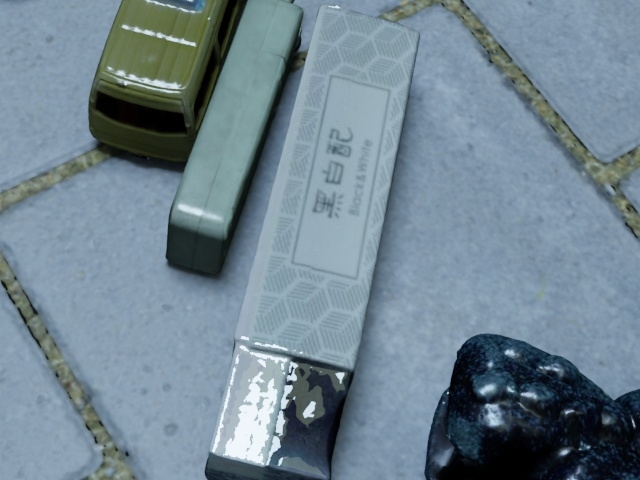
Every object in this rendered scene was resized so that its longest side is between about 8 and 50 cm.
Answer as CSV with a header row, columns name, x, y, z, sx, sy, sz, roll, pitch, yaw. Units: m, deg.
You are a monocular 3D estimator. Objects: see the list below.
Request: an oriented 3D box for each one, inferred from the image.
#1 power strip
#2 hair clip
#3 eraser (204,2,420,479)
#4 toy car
name,x,y,z,sx,sy,sz,roll,pitch,yaw
power strip,-0.064,-0.114,0.937,0.053,0.093,0.288,16,62,-1
hair clip,0.239,0.160,0.793,0.310,0.194,0.206,-7,58,-9
eraser,0.000,0.000,0.884,0.096,0.098,0.404,13,63,-1
toy car,-0.121,-0.200,0.955,0.101,0.124,0.257,14,64,-1
